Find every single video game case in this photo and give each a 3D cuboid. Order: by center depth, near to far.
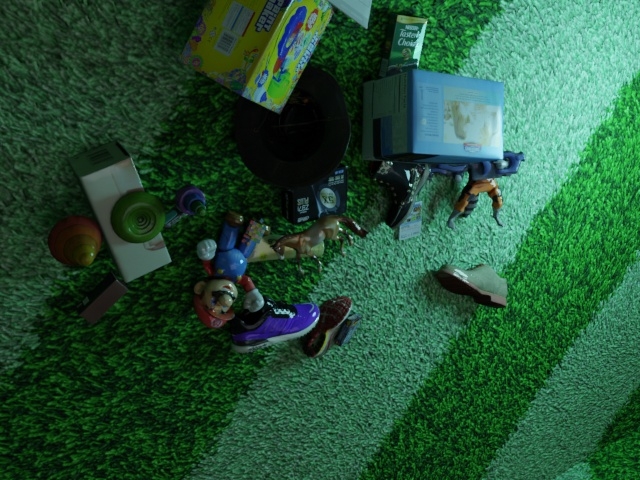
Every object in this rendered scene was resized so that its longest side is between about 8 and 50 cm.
[{"bbox_3d":[0.291,-0.065,2.264,0.087,0.011,0.122,-14,119,-26],"label":"video game case"}]

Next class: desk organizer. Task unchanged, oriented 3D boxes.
[{"bbox_3d":[-0.564,0.150,1.795,0.130,0.047,0.050,-45,131,-6],"label":"desk organizer"}]

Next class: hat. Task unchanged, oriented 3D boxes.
[{"bbox_3d":[-0.068,-0.286,1.818,0.331,0.331,0.134,-50,170,-2],"label":"hat"}]

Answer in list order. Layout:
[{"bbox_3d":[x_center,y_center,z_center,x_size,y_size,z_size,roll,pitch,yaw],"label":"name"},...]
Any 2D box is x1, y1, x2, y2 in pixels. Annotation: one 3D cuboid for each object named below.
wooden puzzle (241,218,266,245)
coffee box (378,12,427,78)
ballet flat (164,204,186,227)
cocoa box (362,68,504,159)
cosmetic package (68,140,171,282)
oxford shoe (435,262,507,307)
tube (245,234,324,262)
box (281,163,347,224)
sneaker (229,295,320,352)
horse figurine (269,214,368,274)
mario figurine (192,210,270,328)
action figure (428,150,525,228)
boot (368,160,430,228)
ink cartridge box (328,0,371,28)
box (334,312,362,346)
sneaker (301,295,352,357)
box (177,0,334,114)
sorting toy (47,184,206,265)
[{"bbox_3d":[-0.176,-0.022,1.864,0.049,0.006,0.083,26,81,-25],"label":"wooden puzzle"},{"bbox_3d":[0.234,-0.546,1.976,0.113,0.040,0.184,-2,113,-32],"label":"coffee box"},{"bbox_3d":[-0.370,-0.073,1.823,0.114,0.041,0.041,-38,127,-11],"label":"ballet flat"},{"bbox_3d":[0.321,-0.339,1.974,0.347,0.228,0.231,-1,92,-32],"label":"cocoa box"},{"bbox_3d":[-0.480,-0.070,1.677,0.129,0.153,0.296,-25,125,-19],"label":"cosmetic package"},{"bbox_3d":[0.540,0.135,2.478,0.348,0.123,0.130,26,70,-37],"label":"oxford shoe"},{"bbox_3d":[-0.107,0.021,2.022,0.240,0.070,0.062,1,154,-27],"label":"tube"},{"bbox_3d":[-0.017,-0.140,1.986,0.180,0.077,0.147,-14,120,-27],"label":"box"},{"bbox_3d":[-0.135,0.223,2.071,0.293,0.102,0.146,-19,121,-24],"label":"sneaker"},{"bbox_3d":[0.000,0.000,1.986,0.263,0.066,0.174,-30,128,0],"label":"horse figurine"},{"bbox_3d":[-0.240,0.093,1.887,0.170,0.198,0.320,-5,115,-79],"label":"mario figurine"},{"bbox_3d":[0.469,-0.208,2.257,0.341,0.178,0.330,1,108,-1],"label":"action figure"},{"bbox_3d":[0.212,-0.162,2.128,0.179,0.085,0.236,18,110,-28],"label":"boot"},{"bbox_3d":[0.018,-0.689,1.689,0.296,0.066,0.261,24,72,-38],"label":"ink cartridge box"},{"bbox_3d":[0.092,0.287,2.246,0.094,0.027,0.137,-62,167,8],"label":"box"},{"bbox_3d":[0.026,0.275,2.225,0.225,0.088,0.093,-54,152,-2],"label":"sneaker"},{"bbox_3d":[-0.137,-0.476,1.598,0.290,0.177,0.279,-61,169,9],"label":"box"},{"bbox_3d":[-0.417,-0.024,1.565,0.365,0.126,0.127,-23,122,-21],"label":"sorting toy"}]
